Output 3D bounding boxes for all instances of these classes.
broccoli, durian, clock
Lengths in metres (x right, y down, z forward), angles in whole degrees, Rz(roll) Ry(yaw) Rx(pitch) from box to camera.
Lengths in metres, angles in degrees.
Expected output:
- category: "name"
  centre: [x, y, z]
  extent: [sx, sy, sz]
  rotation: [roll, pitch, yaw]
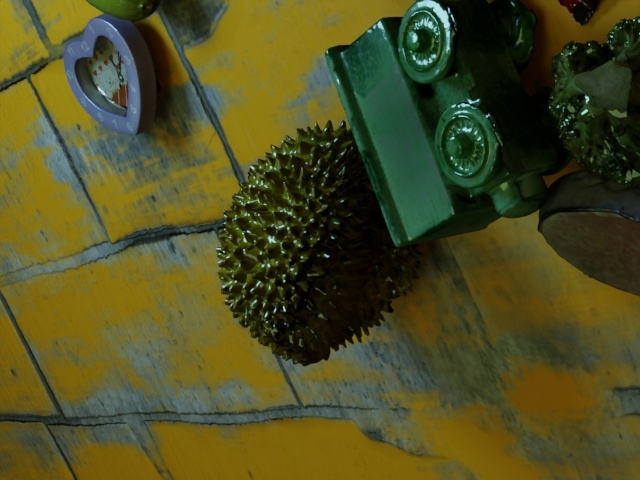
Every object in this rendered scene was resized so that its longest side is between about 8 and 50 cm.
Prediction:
- category: "broccoli"
  centre: [0.282, -0.128, 1.115]
  extent: [0.146, 0.138, 0.162]
  rotation: [-47, 62, 16]
- category: "durian"
  centre: [-0.010, 0.003, 1.471]
  extent: [0.258, 0.258, 0.293]
  rotation: [38, 135, 25]
- category: "clock"
  centre: [-0.290, -0.238, 1.766]
  extent: [0.198, 0.064, 0.172]
  rotation: [-28, 93, 55]

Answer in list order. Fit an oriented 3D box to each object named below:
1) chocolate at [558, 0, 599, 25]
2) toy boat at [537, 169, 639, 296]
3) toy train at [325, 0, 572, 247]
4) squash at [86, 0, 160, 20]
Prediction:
- category: "chocolate"
  centre: [0.260, -0.278, 1.116]
  extent: [0.086, 0.028, 0.182]
  rotation: [44, 144, 6]
- category: "toy boat"
  centre: [0.323, -0.013, 1.192]
  extent: [0.227, 0.085, 0.155]
  rotation: [17, 154, 40]
- category: "toy train"
  centre: [0.137, -0.134, 1.236]
  extent: [0.202, 0.145, 0.266]
  rotation: [-34, 72, 51]
- category: "squash"
  centre: [-0.283, -0.368, 1.620]
  extent: [0.187, 0.123, 0.123]
  rotation: [41, 141, 17]
